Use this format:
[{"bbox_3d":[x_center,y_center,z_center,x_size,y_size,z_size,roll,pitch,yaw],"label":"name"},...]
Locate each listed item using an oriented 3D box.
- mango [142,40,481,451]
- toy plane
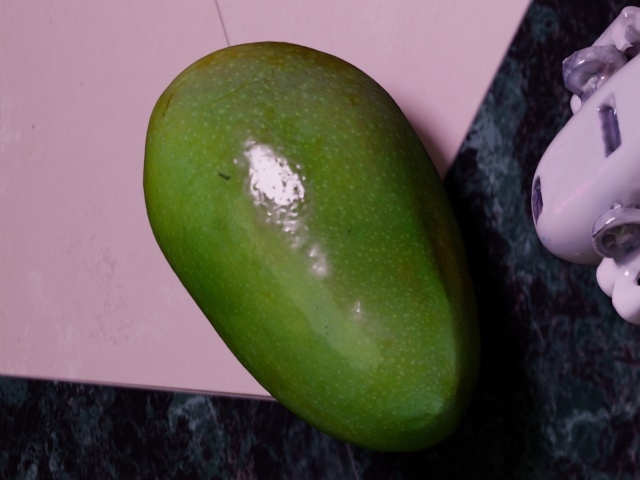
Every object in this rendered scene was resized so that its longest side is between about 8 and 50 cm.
[{"bbox_3d":[0.000,0.000,1.454,0.225,0.201,0.382,-54,52,24],"label":"mango"},{"bbox_3d":[0.227,-0.063,1.235,0.244,0.117,0.245,-40,42,50],"label":"toy plane"}]
